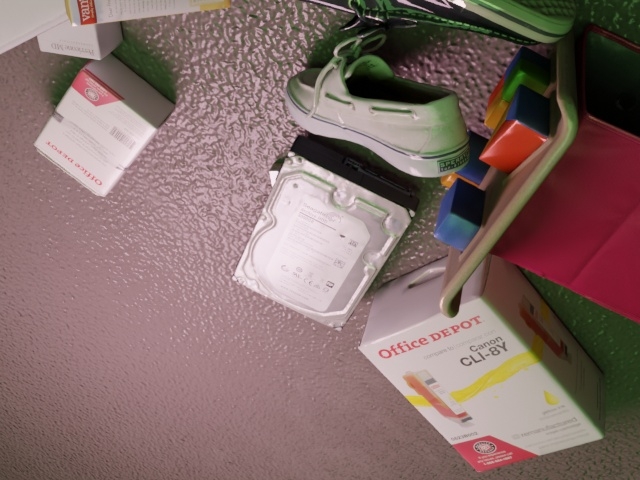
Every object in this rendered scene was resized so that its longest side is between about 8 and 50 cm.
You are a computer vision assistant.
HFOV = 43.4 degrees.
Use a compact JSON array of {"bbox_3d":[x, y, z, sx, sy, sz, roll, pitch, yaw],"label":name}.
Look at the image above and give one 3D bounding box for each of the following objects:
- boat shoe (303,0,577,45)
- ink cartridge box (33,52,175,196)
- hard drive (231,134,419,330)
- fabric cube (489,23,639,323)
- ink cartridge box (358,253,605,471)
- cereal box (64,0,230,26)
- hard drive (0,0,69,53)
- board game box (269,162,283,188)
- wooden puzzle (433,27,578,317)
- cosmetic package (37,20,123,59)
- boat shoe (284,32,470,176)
[{"bbox_3d":[0.089,-0.356,1.069,0.501,0.186,0.156,21,137,9],"label":"boat shoe"},{"bbox_3d":[-0.382,-0.201,1.418,0.159,0.092,0.218,39,128,-13],"label":"ink cartridge box"},{"bbox_3d":[0.000,0.000,1.429,0.237,0.064,0.339,27,131,-3],"label":"hard drive"},{"bbox_3d":[0.411,-0.093,1.115,0.259,0.254,0.258,25,134,-2],"label":"fabric cube"},{"bbox_3d":[0.298,0.223,1.474,0.279,0.160,0.384,-28,114,35],"label":"ink cartridge box"},{"bbox_3d":[-0.248,-0.404,1.141,0.240,0.047,0.173,-12,134,-20],"label":"cereal box"},{"bbox_3d":[-0.510,-0.400,1.241,0.308,0.040,0.203,-10,120,38],"label":"hard drive"},{"bbox_3d":[-0.028,-0.066,1.444,0.104,0.026,0.154,4,129,18],"label":"board game box"},{"bbox_3d":[0.237,-0.113,1.095,0.081,0.322,0.347,23,127,-1],"label":"wooden puzzle"},{"bbox_3d":[-0.392,-0.407,1.257,0.118,0.085,0.231,11,129,14],"label":"cosmetic package"},{"bbox_3d":[0.060,-0.219,1.130,0.367,0.136,0.156,37,146,48],"label":"boat shoe"}]
